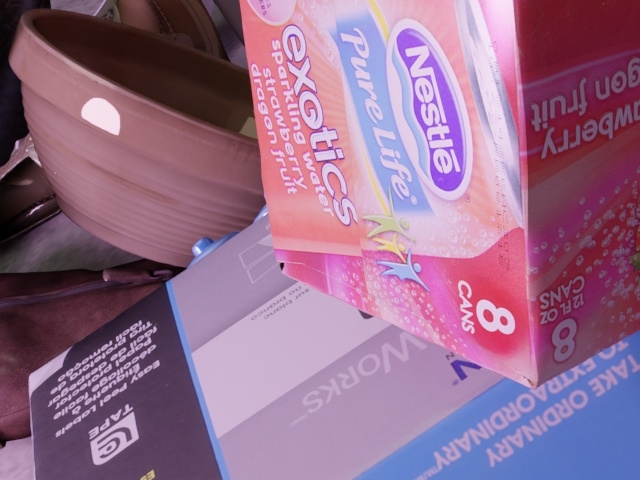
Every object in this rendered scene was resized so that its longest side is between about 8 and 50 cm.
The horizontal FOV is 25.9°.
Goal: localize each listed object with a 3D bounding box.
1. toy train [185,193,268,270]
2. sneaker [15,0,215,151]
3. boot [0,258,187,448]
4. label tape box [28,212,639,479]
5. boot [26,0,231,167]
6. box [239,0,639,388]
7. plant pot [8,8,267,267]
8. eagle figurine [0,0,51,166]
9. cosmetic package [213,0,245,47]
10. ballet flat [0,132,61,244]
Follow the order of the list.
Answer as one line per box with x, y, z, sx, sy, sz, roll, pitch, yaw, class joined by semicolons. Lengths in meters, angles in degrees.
0.000;0.000;0.774;0.184;0.080;0.105;-41;-5;4;toy train
-0.166;-0.157;1.268;0.106;0.123;0.290;26;75;18;sneaker
-0.182;0.052;0.945;0.207;0.090;0.248;-20;26;3;boot
0.018;0.100;0.559;0.249;0.115;0.348;-33;24;2;label tape box
-0.154;-0.117;1.040;0.165;0.213;0.077;-41;55;-10;boot
0.130;-0.085;0.520;0.300;0.154;0.142;-23;30;-32;box
-0.097;-0.056;0.901;0.110;0.237;0.237;-67;21;15;plant pot
-0.282;-0.079;0.878;0.225;0.226;0.298;-18;48;5;eagle figurine
-0.006;-0.406;1.124;0.327;0.394;0.329;-29;26;12;cosmetic package
-0.247;-0.038;1.158;0.250;0.084;0.058;-29;41;17;ballet flat
